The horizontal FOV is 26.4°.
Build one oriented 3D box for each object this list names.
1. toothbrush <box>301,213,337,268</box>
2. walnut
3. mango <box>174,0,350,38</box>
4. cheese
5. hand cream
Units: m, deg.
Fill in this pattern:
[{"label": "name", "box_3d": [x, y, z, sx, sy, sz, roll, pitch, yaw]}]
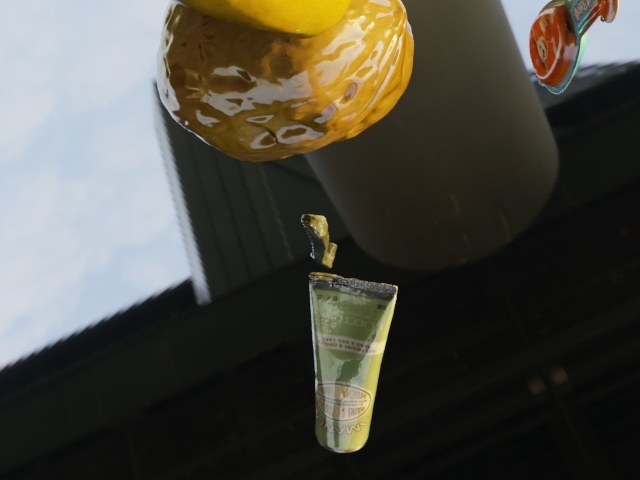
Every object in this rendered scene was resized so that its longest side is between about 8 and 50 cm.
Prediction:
[{"label": "toothbrush", "box_3d": [0.000, 0.000, 1.533, 0.030, 0.297, 0.030, 25, -96, 5]}, {"label": "walnut", "box_3d": [-0.051, -0.280, 2.056, 0.398, 0.354, 0.307, -16, -97, 30]}, {"label": "mango", "box_3d": [-0.105, -0.397, 1.655, 0.232, 0.446, 0.300, -30, -122, 24]}, {"label": "cheese", "box_3d": [0.288, -0.248, 1.575, 0.037, 0.256, 0.106, -11, -106, -13]}, {"label": "hand cream", "box_3d": [0.025, 0.130, 1.380, 0.086, 0.235, 0.055, 8, -141, 5]}]
